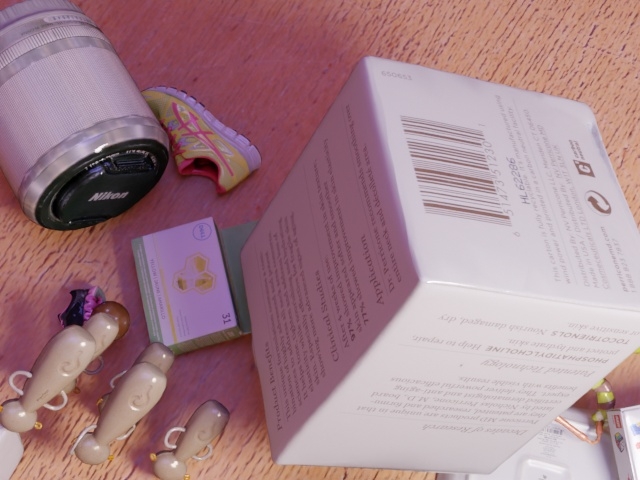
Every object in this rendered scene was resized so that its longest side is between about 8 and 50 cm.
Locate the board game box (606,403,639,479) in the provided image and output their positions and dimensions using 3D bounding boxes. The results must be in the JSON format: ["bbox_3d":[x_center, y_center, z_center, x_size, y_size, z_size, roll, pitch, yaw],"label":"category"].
[{"bbox_3d":[0.499,0.355,1.558,0.193,0.053,0.305,-8,82,-12],"label":"board game box"}]

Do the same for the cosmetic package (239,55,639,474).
[{"bbox_3d":[0.135,0.047,1.445,0.327,0.394,0.329,8,51,-25],"label":"cosmetic package"}]

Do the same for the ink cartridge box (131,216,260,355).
[{"bbox_3d":[-0.128,0.050,1.638,0.235,0.056,0.171,-16,66,4],"label":"ink cartridge box"}]

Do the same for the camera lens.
[{"bbox_3d":[-0.353,-0.168,1.649,0.219,0.219,0.274,-26,71,-18],"label":"camera lens"}]

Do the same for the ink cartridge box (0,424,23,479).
[{"bbox_3d":[-0.556,0.267,1.467,0.306,0.131,0.226,23,64,5],"label":"ink cartridge box"}]

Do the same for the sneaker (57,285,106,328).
[{"bbox_3d":[-0.332,0.117,1.621,0.057,0.047,0.119,3,61,16],"label":"sneaker"}]

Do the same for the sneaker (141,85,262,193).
[{"bbox_3d":[-0.192,-0.145,1.737,0.208,0.081,0.094,34,67,8],"label":"sneaker"}]

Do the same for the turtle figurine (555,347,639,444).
[{"bbox_3d":[0.369,0.121,1.624,0.217,0.087,0.269,-23,85,-42],"label":"turtle figurine"}]

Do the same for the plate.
[{"bbox_3d":[0.292,0.333,1.592,0.277,0.045,0.278,14,63,0],"label":"plate"}]

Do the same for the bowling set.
[{"bbox_3d":[-0.272,0.187,1.537,0.287,0.200,0.154,35,100,-29],"label":"bowling set"}]
